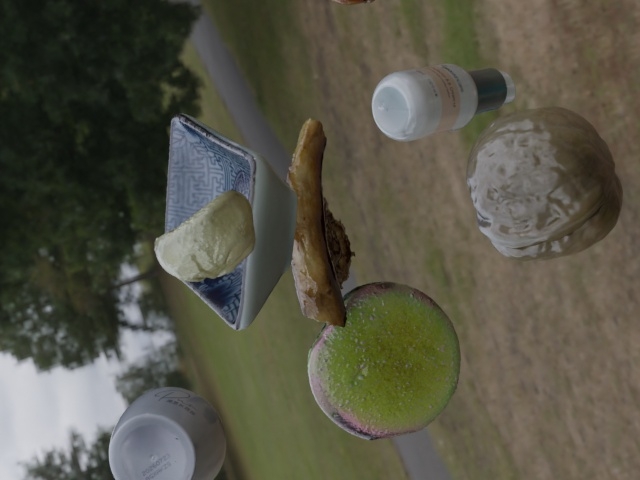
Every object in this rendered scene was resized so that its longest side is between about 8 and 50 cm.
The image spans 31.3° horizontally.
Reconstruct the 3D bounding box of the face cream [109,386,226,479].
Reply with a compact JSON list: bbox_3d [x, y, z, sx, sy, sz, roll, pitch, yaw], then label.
[{"bbox_3d":[-0.158,0.212,1.176,0.104,0.117,0.117,-20,-88,-81],"label":"face cream"}]

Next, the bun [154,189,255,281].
[{"bbox_3d":[-0.085,0.002,0.887,0.055,0.086,0.086,57,173,-5],"label":"bun"}]

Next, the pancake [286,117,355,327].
[{"bbox_3d":[0.000,0.000,1.506,0.212,0.056,0.257,-74,-31,-49],"label":"pancake"}]

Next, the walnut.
[{"bbox_3d":[0.348,-0.088,1.773,0.248,0.248,0.248,162,90,-82],"label":"walnut"}]

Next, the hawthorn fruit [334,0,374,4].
[{"bbox_3d":[0.057,-0.355,1.283,0.189,0.189,0.189,162,90,-82],"label":"hawthorn fruit"}]

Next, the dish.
[{"bbox_3d":[-0.090,-0.027,1.211,0.243,0.080,0.182,32,120,59],"label":"dish"}]

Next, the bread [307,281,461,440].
[{"bbox_3d":[0.093,0.173,1.606,0.033,0.228,0.228,-154,47,-76],"label":"bread"}]

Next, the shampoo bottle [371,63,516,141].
[{"bbox_3d":[0.141,-0.154,1.226,0.074,0.192,0.074,19,116,45],"label":"shampoo bottle"}]
